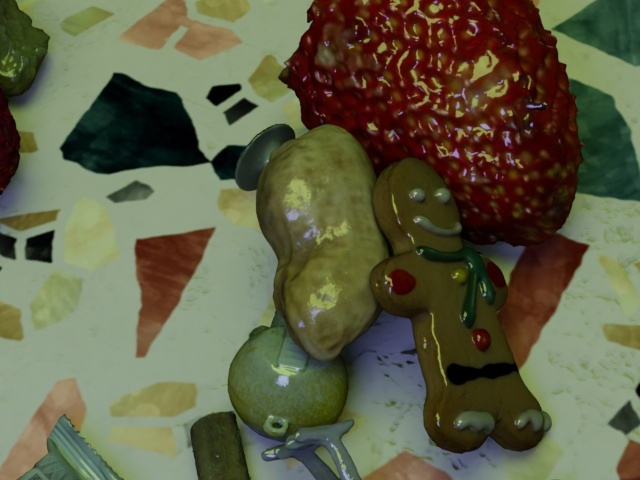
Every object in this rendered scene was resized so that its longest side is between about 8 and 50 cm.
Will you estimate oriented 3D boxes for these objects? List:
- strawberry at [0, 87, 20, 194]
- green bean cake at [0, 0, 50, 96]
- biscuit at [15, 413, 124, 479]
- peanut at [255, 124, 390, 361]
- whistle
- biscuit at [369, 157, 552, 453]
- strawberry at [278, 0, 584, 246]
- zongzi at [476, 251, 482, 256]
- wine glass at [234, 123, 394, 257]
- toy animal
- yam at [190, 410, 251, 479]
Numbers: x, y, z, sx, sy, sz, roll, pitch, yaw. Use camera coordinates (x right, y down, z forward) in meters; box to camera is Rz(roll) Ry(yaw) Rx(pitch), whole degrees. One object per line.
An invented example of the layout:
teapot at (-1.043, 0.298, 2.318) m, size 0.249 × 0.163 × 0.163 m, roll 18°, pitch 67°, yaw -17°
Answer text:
strawberry at (-0.443, -0.119, 1.704) m, size 0.274 × 0.220 × 0.274 m, roll -15°, pitch 66°, yaw 38°
green bean cake at (-0.433, -0.285, 1.789) m, size 0.233 × 0.236 × 0.124 m, roll 9°, pitch 53°, yaw 14°
biscuit at (-0.294, 0.323, 1.458) m, size 0.309 × 0.079 × 0.186 m, roll -40°, pitch 64°, yaw -22°
peanut at (0.000, 0.000, 1.535) m, size 0.122 × 0.137 × 0.253 m, roll -30°, pitch 59°, yaw 36°
whistle at (-0.026, 0.122, 1.575) m, size 0.123 × 0.123 × 0.223 m, roll 5°, pitch 36°, yaw 8°
biscuit at (0.127, 0.059, 1.514) m, size 0.049 × 0.197 × 0.301 m, roll -27°, pitch 72°, yaw 33°
strawberry at (0.139, -0.166, 1.642) m, size 0.292 × 0.292 × 0.343 m, roll -38°, pitch 58°, yaw -20°
zongzi at (0.133, 0.056, 1.626) m, size 0.073 × 0.067 × 0.083 m, roll 9°, pitch 74°, yaw 2°
wine glass at (0.006, -0.034, 1.672) m, size 0.093 × 0.093 × 0.202 m, roll -39°, pitch 62°, yaw -21°
toy animal at (0.032, 0.260, 1.468) m, size 0.367 × 0.081 × 0.206 m, roll -33°, pitch 81°, yaw -15°
yam at (-0.093, 0.230, 1.522) m, size 0.054 × 0.054 × 0.132 m, roll -12°, pitch 54°, yaw -4°
